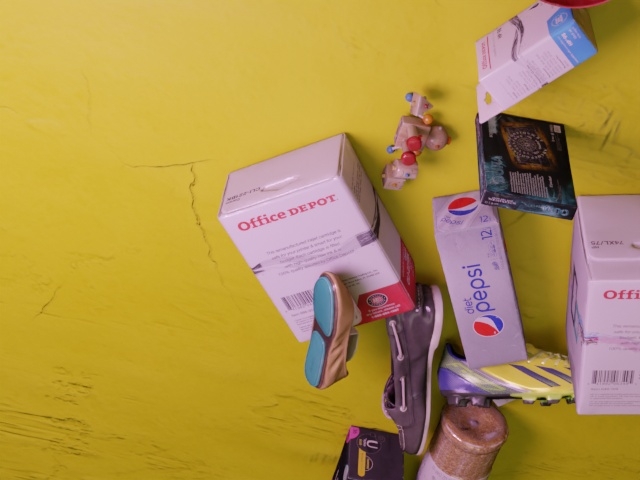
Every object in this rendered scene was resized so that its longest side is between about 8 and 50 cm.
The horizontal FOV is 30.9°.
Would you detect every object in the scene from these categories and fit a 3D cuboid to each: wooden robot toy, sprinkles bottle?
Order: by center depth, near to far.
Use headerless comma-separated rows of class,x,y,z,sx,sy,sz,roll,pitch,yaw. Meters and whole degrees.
wooden robot toy,0.145,-0.133,1.630,0.079,0.076,0.173,6,130,-14
sprinkles bottle,0.223,0.432,2.046,0.121,0.121,0.355,11,128,-5

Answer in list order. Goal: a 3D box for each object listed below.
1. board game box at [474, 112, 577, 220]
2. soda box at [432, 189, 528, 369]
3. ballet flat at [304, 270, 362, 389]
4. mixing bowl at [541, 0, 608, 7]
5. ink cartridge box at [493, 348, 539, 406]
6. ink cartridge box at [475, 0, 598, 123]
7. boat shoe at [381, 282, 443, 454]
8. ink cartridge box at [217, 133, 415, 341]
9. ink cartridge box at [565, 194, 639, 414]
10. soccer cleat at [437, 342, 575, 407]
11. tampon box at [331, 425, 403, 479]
board game box,0.274,-0.105,1.563,0.126,0.186,0.026,10,131,-3
soda box,0.244,0.062,1.762,0.098,0.091,0.286,-11,128,11
ballet flat,0.023,0.126,1.712,0.073,0.080,0.232,-13,138,-22
mixing bowl,0.309,-0.382,1.394,0.181,0.098,0.181,2,128,3
ink cartridge box,0.329,0.229,1.930,0.115,0.029,0.063,-28,121,24
ink cartridge box,0.263,-0.241,1.507,0.180,0.104,0.060,-32,120,26
boat shoe,0.132,0.209,1.877,0.095,0.112,0.335,0,123,-5
ink cartridge box,0.000,0.000,1.716,0.197,0.114,0.273,-18,127,18
ink cartridge box,0.473,0.094,1.702,0.198,0.197,0.270,-1,129,6
soccer cleat,0.328,0.204,1.850,0.289,0.121,0.093,-4,168,17
tampon box,0.081,0.431,2.054,0.101,0.120,0.161,11,129,-5
